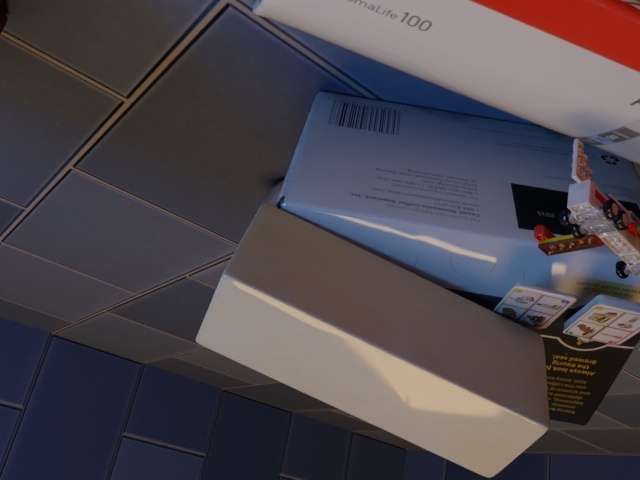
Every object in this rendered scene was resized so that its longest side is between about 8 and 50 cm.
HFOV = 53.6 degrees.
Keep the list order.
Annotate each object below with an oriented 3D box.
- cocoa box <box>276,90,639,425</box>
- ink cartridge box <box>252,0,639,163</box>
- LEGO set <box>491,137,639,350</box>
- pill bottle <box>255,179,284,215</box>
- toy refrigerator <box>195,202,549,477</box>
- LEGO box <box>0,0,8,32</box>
[{"bbox_3d":[0.135,0.015,0.677,0.346,0.232,0.228,9,129,3],"label":"cocoa box"},{"bbox_3d":[0.115,-0.111,0.381,0.307,0.385,0.091,18,113,-13],"label":"ink cartridge box"},{"bbox_3d":[0.241,0.017,0.453,0.182,0.060,0.244,12,155,6],"label":"LEGO set"},{"bbox_3d":[0.000,0.000,0.930,0.108,0.108,0.193,-5,150,32],"label":"pill bottle"},{"bbox_3d":[0.044,0.085,0.528,0.269,0.102,0.094,25,128,-4],"label":"toy refrigerator"},{"bbox_3d":[-0.548,-0.190,0.453,0.499,0.373,0.193,21,154,-19],"label":"LEGO box"}]
